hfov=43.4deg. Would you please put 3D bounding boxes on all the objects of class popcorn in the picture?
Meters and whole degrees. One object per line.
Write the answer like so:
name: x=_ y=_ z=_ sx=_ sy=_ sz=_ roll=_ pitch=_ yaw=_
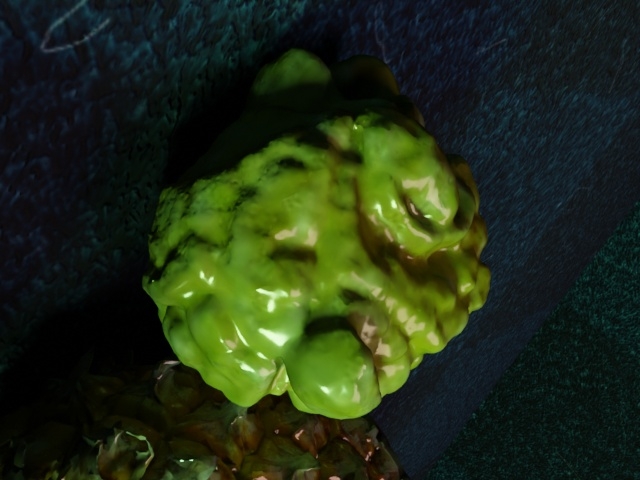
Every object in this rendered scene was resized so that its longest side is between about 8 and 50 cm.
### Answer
popcorn: x=0.000 y=0.000 z=0.581 sx=0.235 sy=0.242 sz=0.250 roll=-44 pitch=174 yaw=33

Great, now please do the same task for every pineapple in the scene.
pineapple: x=-0.115 y=0.249 z=0.629 sx=0.300 sy=0.352 sz=0.352 roll=-8 pitch=135 yaw=-55
